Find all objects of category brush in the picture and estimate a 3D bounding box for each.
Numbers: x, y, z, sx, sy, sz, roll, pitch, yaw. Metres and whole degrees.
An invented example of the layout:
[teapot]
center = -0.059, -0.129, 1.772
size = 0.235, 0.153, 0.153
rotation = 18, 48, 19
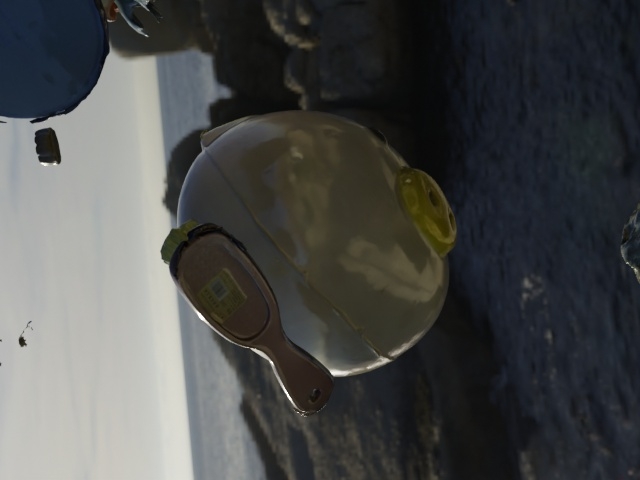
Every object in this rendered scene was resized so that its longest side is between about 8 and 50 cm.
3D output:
[brush]
center = -0.066, 0.078, 1.020
size = 0.067, 0.072, 0.313
rotation = 38, 169, 42

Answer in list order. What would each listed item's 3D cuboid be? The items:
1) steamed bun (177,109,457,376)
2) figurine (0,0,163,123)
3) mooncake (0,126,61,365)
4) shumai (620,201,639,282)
[steamed bun]
center = -0.006, 0.004, 1.297
size = 0.374, 0.334, 0.334
rotation = 48, -157, -47
[figurine]
center = -0.226, -0.310, 1.024
size = 0.277, 0.248, 0.388
rotation = 59, -156, -26
[mooncake]
center = -0.416, 0.003, 1.503
size = 0.150, 0.057, 0.347
rotation = 75, -159, -51
[shumai]
center = 0.581, -0.041, 1.326
size = 0.330, 0.292, 0.288
rotation = -52, -10, -49
